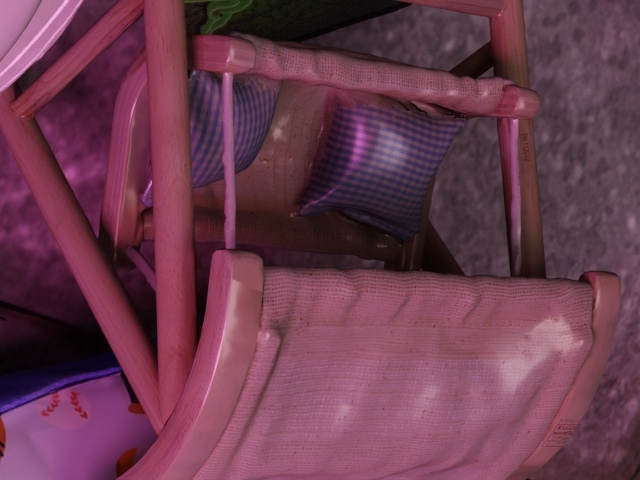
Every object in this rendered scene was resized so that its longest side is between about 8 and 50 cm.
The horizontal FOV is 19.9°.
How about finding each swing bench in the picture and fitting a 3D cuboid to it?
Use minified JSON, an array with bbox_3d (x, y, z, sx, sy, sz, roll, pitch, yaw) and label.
[{"bbox_3d":[0.000,0.000,0.901,0.253,0.165,0.254,3,62,-42],"label":"swing bench"}]

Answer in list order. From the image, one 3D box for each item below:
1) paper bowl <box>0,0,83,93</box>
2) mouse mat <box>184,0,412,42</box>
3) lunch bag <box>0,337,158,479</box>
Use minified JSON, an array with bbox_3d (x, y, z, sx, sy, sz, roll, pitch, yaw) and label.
[{"bbox_3d":[-0.196,-0.137,0.611,0.284,0.148,0.284,-15,132,-17],"label":"paper bowl"},{"bbox_3d":[-0.017,-0.180,1.003,0.190,0.007,0.152,-22,121,-31],"label":"mouse mat"},{"bbox_3d":[-0.171,0.263,0.898,0.328,0.239,0.385,-17,113,-44],"label":"lunch bag"}]
